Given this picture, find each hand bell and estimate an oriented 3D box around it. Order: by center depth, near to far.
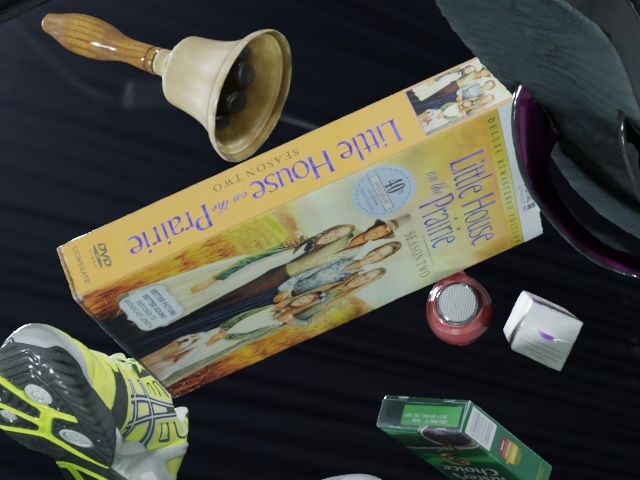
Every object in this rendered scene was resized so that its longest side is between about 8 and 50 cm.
[{"bbox_3d":[-0.160,-0.172,1.408,0.242,0.126,0.126,23,99,25],"label":"hand bell"}]

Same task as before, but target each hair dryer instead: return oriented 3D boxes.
[{"bbox_3d":[0.161,0.018,1.779,0.223,0.080,0.293,-83,-14,-51],"label":"hair dryer"}]

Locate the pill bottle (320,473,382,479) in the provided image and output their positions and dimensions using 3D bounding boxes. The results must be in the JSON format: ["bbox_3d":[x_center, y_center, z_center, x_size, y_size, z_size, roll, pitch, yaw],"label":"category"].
[{"bbox_3d":[0.049,0.387,1.473,0.283,0.161,0.161,65,162,-17],"label":"pill bottle"}]

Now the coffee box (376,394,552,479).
[{"bbox_3d":[0.157,0.222,1.613,0.113,0.184,0.040,-1,61,39],"label":"coffee box"}]

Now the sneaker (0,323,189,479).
[{"bbox_3d":[-0.252,0.177,1.670,0.385,0.145,0.147,70,-144,-58],"label":"sneaker"}]

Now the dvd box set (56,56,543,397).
[{"bbox_3d":[0.000,0.000,1.416,0.307,0.420,0.062,64,-178,-65],"label":"dvd box set"}]

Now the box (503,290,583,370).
[{"bbox_3d":[0.267,0.105,1.822,0.063,0.067,0.324,-65,-6,2],"label":"box"}]

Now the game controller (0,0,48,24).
[{"bbox_3d":[-0.320,-0.274,1.534,0.166,0.319,0.067,18,130,42],"label":"game controller"}]

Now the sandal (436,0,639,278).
[{"bbox_3d":[0.206,-0.059,1.113,0.167,0.446,0.107,13,71,43],"label":"sandal"}]
